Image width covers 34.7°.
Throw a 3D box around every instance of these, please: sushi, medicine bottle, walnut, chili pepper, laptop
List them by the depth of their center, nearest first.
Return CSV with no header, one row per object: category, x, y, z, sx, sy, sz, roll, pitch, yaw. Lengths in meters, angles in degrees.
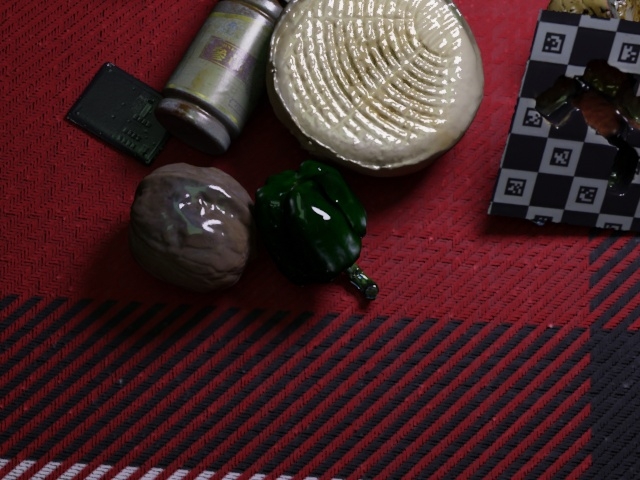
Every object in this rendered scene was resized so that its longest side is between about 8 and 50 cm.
walnut,-0.202,-0.022,1.664,0.224,0.224,0.224,0,75,-1
chili pepper,0.000,0.000,1.674,0.165,0.261,0.174,-19,33,15
sushi,0.470,-0.194,1.685,0.343,0.064,0.359,6,116,-8
medicine bottle,-0.148,-0.316,1.762,0.151,0.151,0.322,27,76,6
laptop,-0.341,-0.225,1.807,0.180,0.016,0.129,31,76,8

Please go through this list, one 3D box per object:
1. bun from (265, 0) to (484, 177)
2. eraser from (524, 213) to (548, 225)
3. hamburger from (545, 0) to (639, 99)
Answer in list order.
bun,0.087,-0.278,1.729,0.364,0.202,0.364,0,84,-4
eraser,0.397,-0.131,1.777,0.082,0.036,0.225,29,76,7
hamburger,0.472,-0.354,1.751,0.192,0.288,0.167,3,40,37
